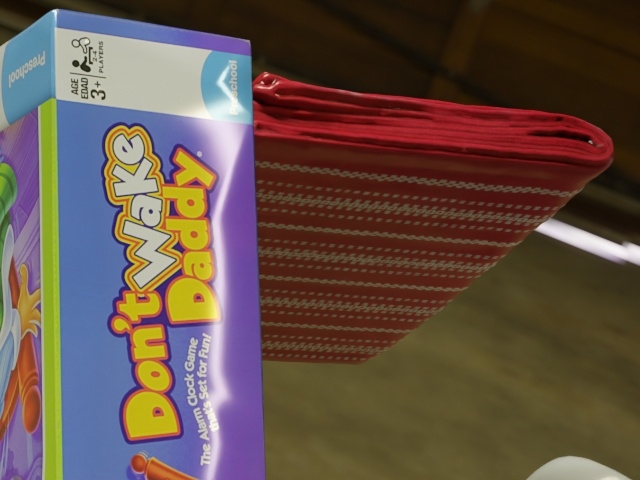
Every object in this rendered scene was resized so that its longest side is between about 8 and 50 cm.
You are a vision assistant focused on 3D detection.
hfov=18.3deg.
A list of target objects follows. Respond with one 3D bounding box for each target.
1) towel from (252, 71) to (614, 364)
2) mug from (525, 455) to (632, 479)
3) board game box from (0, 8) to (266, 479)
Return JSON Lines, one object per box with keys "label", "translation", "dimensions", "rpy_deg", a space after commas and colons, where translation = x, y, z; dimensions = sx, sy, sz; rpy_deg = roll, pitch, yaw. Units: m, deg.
{"label": "towel", "translation": [0.000, 0.000, 1.011], "dimensions": [0.199, 0.031, 0.275], "rpy_deg": [5, -26, -25]}
{"label": "mug", "translation": [0.251, 0.264, 1.135], "dimensions": [0.374, 0.276, 0.328], "rpy_deg": [47, -8, -16]}
{"label": "board game box", "translation": [-0.142, 0.076, 0.775], "dimensions": [0.078, 0.233, 0.347], "rpy_deg": [6, -16, -32]}
